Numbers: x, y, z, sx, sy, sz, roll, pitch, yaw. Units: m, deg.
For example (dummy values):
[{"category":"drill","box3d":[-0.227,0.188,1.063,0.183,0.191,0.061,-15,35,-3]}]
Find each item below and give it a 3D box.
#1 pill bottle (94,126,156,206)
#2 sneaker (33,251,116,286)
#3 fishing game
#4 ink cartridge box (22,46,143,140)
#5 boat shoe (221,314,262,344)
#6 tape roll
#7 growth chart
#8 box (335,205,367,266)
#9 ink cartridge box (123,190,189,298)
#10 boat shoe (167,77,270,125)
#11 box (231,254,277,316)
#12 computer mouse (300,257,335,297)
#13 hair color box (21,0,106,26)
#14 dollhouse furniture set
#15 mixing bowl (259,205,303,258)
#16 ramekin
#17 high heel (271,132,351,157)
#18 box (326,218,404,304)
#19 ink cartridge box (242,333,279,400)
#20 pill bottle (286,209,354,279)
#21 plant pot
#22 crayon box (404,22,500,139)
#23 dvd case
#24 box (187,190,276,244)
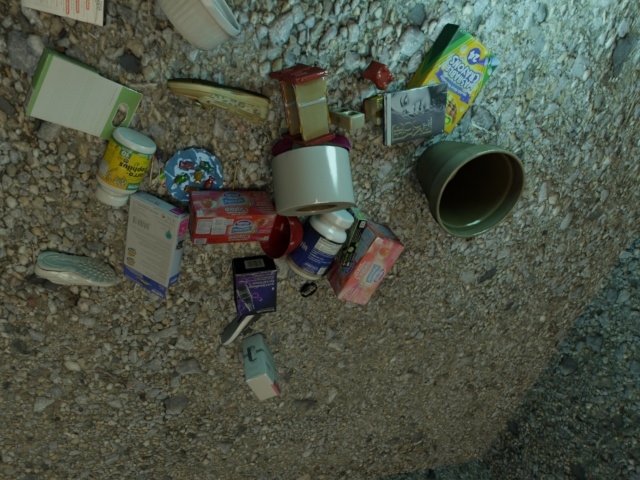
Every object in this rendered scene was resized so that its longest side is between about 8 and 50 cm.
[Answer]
[{"category":"pill bottle","box3d":[-0.566,-0.206,1.188,0.118,0.117,0.208,23,112,-30]},{"category":"sneaker","box3d":[-0.792,0.108,1.349,0.235,0.090,0.094,21,126,-25]},{"category":"fishing game","box3d":[-0.391,-0.191,1.283,0.264,0.041,0.189,8,116,-25]},{"category":"ink cartridge box","box3d":[-0.623,-0.374,1.099,0.235,0.056,0.171,11,121,-51]},{"category":"boat shoe","box3d":[-0.308,0.342,1.672,0.076,0.080,0.228,35,98,-32]},{"category":"tape roll","box3d":[-0.022,-0.178,1.289,0.247,0.246,0.168,-5,86,-16]},{"category":"growth chart","box3d":[-0.390,-0.173,1.333,0.172,0.021,0.237,-41,126,8]},{"category":"box","box3d":[0.106,-0.015,1.552,0.036,0.114,0.206,7,119,-23]},{"category":"ink cartridge box","box3d":[-0.531,0.018,1.326,0.186,0.065,0.310,26,115,12]},{"category":"boat shoe","box3d":[-0.284,-0.392,1.172,0.286,0.104,0.089,5,117,-23]},{"category":"box","box3d":[-0.246,0.170,1.555,0.153,0.108,0.206,-7,124,-16]},{"category":"computer mouse","box3d":[-0.017,0.139,1.638,0.071,0.041,0.242,34,116,9]},{"category":"hair color box","box3d":[-0.598,-0.576,0.973,0.168,0.053,0.093,7,118,-21]},{"category":"dollhouse furniture set","box3d":[0.055,-0.440,1.259,0.375,0.152,0.201,-25,128,-24]},{"category":"mixing bowl","box3d":[-0.125,-0.029,1.444,0.098,0.181,0.181,-3,126,-44]},{"category":"ramekin","box3d":[-0.300,-0.563,0.999,0.109,0.207,0.207,-31,127,15]},{"category":"high heel","box3d":[-0.028,-0.289,1.321,0.245,0.117,0.082,-9,125,-14]},{"category":"box","box3d":[0.169,0.084,1.616,0.142,0.154,0.299,19,113,-28]},{"category":"ink cartridge box","box3d":[-0.249,0.522,1.718,0.092,0.217,0.158,-20,126,1]},{"category":"pill bottle","box3d":[0.000,0.000,1.501,0.153,0.153,0.264,22,112,-30]},{"category":"plant pot","box3d":[0.481,-0.213,1.449,0.324,0.280,0.322,-10,125,-14]},{"category":"crayon box","box3d":[0.403,-0.498,1.357,0.203,0.083,0.322,21,113,-29]},{"category":"dvd case","box3d":[0.300,-0.400,1.314,0.222,0.018,0.164,-15,125,-13]},{"category":"box","box3d":[-0.287,-0.076,1.332,0.257,0.122,0.128,-4,139,-28]}]
